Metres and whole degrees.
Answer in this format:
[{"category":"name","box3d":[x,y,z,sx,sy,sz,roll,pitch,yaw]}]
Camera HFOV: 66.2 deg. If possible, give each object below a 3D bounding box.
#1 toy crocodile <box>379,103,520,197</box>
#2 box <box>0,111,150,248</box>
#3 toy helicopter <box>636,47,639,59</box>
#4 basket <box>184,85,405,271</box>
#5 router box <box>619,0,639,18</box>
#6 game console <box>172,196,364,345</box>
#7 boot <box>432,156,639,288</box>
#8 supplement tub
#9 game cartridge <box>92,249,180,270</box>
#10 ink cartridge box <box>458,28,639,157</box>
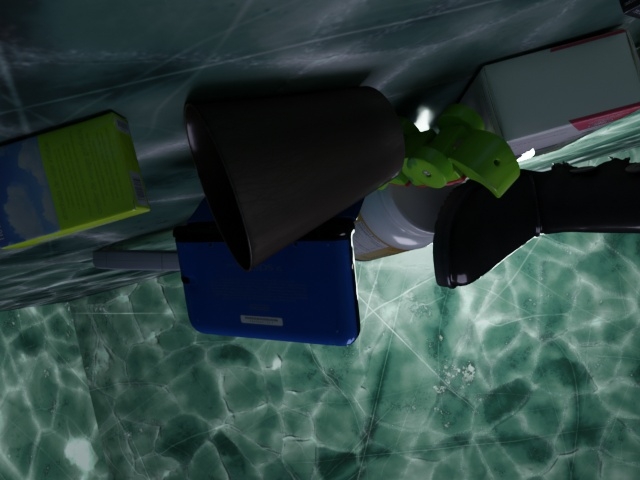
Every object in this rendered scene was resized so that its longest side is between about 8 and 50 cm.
[{"category":"toy crocodile","box3d":[0.156,-0.128,0.773,0.115,0.105,0.340,-53,-152,-15]},{"category":"box","box3d":[-0.285,-0.059,0.529,0.178,0.109,0.042,-15,178,5]},{"category":"toy helicopter","box3d":[0.595,-0.248,0.804,0.234,0.140,0.355,32,-157,24]},{"category":"basket","box3d":[-0.023,-0.096,0.606,0.226,0.205,0.154,-23,-158,-21]},{"category":"router box","box3d":[0.386,-0.275,0.521,0.122,0.038,0.092,-12,177,-38]},{"category":"game console","box3d":[-0.059,0.007,0.765,0.292,0.250,0.173,0,-167,27]},{"category":"boot","box3d":[0.446,-0.034,0.787,0.444,0.146,0.367,5,-144,35]},{"category":"supplement tub","box3d":[0.146,-0.082,1.062,0.228,0.229,0.316,-13,176,-25]},{"category":"game cartridge","box3d":[-0.488,0.055,1.424,0.297,0.062,0.198,1,-175,15]},{"category":"ink cartridge box","box3d":[0.341,-0.206,0.802,0.207,0.117,0.283,-15,177,3]}]
